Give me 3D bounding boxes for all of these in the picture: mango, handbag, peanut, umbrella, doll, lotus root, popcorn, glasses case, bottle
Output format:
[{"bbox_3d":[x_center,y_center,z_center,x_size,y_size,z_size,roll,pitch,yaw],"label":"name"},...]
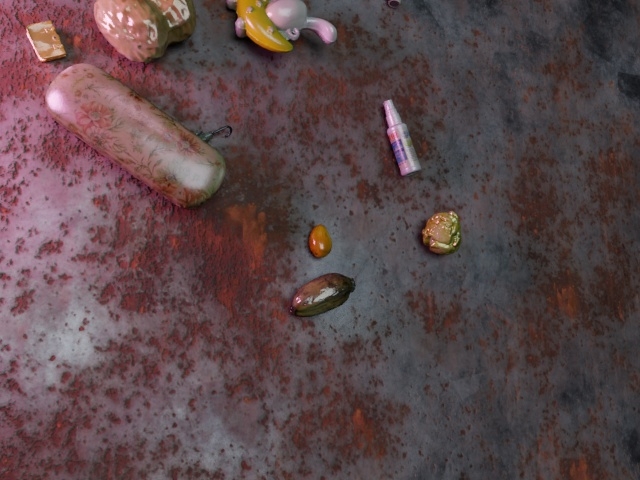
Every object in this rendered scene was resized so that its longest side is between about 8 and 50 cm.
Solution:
[{"bbox_3d":[0.000,0.000,1.464,0.060,0.046,0.089,13,61,-22],"label":"mango"},{"bbox_3d":[-0.622,-0.450,1.307,0.061,0.027,0.083,-28,93,-27],"label":"handbag"},{"bbox_3d":[-0.409,-0.535,1.369,0.233,0.110,0.196,-42,91,-25],"label":"peanut"},{"bbox_3d":[-0.332,-0.231,1.376,0.269,0.044,0.044,-26,46,-25],"label":"umbrella"},{"bbox_3d":[-0.112,-0.589,1.510,0.252,0.111,0.237,-22,72,-25],"label":"doll"},{"bbox_3d":[0.005,0.131,1.415,0.179,0.089,0.080,-20,45,-22],"label":"lotus root"},{"bbox_3d":[0.333,-0.018,1.582,0.106,0.120,0.116,-11,52,11],"label":"popcorn"},{"bbox_3d":[-0.408,-0.232,1.292,0.425,0.098,0.156,35,75,-5],"label":"glasses case"},{"bbox_3d":[0.223,-0.289,1.611,0.060,0.060,0.217,-15,85,-25],"label":"bottle"}]

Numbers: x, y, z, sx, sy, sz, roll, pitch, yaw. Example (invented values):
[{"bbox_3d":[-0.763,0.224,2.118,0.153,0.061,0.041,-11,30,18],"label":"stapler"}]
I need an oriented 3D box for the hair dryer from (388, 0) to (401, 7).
[{"bbox_3d":[0.181,-0.740,1.710,0.125,0.038,0.063,11,73,-13],"label":"hair dryer"}]
